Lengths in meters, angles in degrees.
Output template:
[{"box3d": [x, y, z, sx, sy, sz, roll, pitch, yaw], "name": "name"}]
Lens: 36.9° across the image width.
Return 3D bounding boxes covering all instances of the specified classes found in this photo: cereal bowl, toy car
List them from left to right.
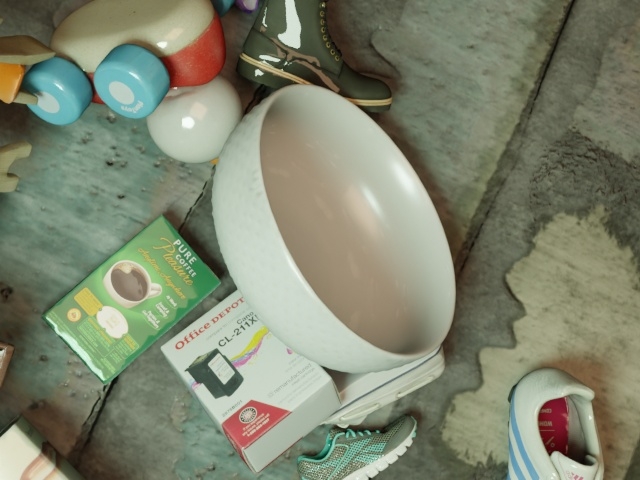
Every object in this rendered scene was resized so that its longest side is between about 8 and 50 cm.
[{"box3d": [-0.178, -0.166, 1.111, 0.238, 0.210, 0.219, 63, 39, -37], "name": "toy car"}, {"box3d": [0.000, 0.000, 1.093, 0.339, 0.141, 0.339, 34, 40, -35], "name": "cereal bowl"}]

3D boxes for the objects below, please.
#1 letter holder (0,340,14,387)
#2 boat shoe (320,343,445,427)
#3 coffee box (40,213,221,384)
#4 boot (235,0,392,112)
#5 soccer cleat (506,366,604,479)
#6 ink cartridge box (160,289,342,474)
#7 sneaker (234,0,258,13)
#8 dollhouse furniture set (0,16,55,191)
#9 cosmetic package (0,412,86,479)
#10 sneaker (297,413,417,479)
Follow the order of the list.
[{"box3d": [-0.494, 0.118, 0.909, 0.302, 0.214, 0.152, 14, 81, 21], "name": "letter holder"}, {"box3d": [0.029, 0.182, 1.167, 0.267, 0.096, 0.088, -27, 125, -9], "name": "boat shoe"}, {"box3d": [-0.221, 0.069, 1.134, 0.184, 0.040, 0.113, -43, 97, -13], "name": "coffee box"}, {"box3d": [0.011, -0.241, 1.167, 0.198, 0.077, 0.137, 12, 111, -18], "name": "boot"}, {"box3d": [0.288, 0.325, 1.187, 0.116, 0.143, 0.331, 0, 86, -14], "name": "soccer cleat"}, {"box3d": [-0.081, 0.155, 1.096, 0.127, 0.072, 0.175, -37, 55, -14], "name": "ink cartridge box"}, {"box3d": [-0.027, -0.355, 1.194, 0.236, 0.095, 0.104, -26, 99, -9], "name": "sneaker"}, {"box3d": [-0.438, -0.128, 0.995, 0.259, 0.135, 0.262, 33, 112, 16], "name": "dollhouse furniture set"}, {"box3d": [-0.274, 0.341, 1.045, 0.129, 0.153, 0.296, -44, 98, -14], "name": "cosmetic package"}, {"box3d": [0.043, 0.256, 1.176, 0.166, 0.065, 0.076, -33, 90, -15], "name": "sneaker"}]
